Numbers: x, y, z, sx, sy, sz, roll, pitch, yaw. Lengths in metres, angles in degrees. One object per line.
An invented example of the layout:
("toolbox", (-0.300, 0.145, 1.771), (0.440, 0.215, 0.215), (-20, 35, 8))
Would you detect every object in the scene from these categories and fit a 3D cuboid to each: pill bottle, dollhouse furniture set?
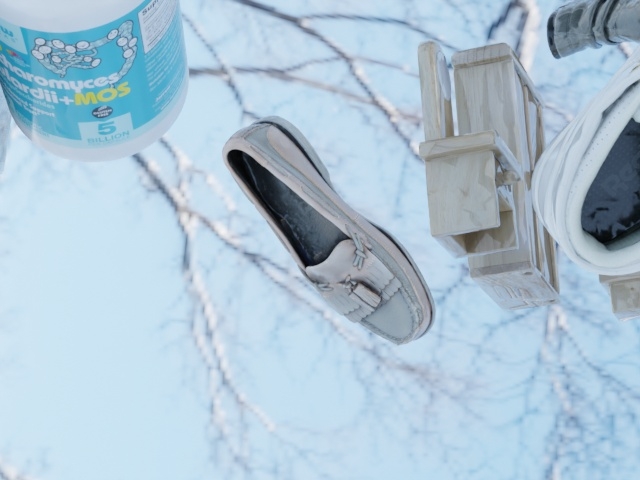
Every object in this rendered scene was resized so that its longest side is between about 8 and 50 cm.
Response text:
("pill bottle", (-0.176, -0.180, 1.162), (0.264, 0.146, 0.146), (88, -19, -61))
("dollhouse furniture set", (0.277, -0.072, 1.128), (0.356, 0.303, 0.173), (-10, -109, 19))

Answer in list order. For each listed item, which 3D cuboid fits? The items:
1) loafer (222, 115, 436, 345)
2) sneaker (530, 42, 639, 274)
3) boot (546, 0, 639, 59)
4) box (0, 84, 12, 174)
("loafer", (0.000, 0.000, 0.725), (0.045, 0.039, 0.125), (-42, -95, 31))
("sneaker", (0.225, -0.100, 0.843), (0.108, 0.169, 0.292), (36, -80, -2))
("boot", (0.318, -0.226, 1.424), (0.161, 0.246, 0.083), (4, -65, 47))
("box", (-0.301, -0.100, 1.210), (0.275, 0.094, 0.113), (-96, -166, -87))
